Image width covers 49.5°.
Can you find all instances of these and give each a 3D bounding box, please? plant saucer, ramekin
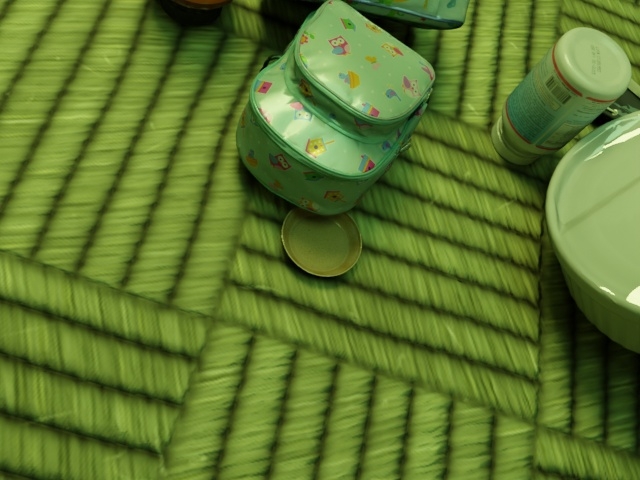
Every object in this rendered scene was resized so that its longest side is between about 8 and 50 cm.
[{"bbox_3d":[0.000,0.000,0.694,0.083,0.015,0.083,8,63,-15],"label":"plant saucer"},{"bbox_3d":[0.368,-0.001,0.699,0.273,0.127,0.273,-9,52,12],"label":"ramekin"}]

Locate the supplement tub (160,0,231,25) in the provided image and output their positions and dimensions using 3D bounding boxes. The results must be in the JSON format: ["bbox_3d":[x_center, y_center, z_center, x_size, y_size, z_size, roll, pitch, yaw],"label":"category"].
[{"bbox_3d":[-0.117,-0.307,0.694,0.106,0.198,0.106,8,63,-15],"label":"supplement tub"}]

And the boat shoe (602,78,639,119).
[{"bbox_3d":[0.407,-0.141,0.885,0.206,0.075,0.065,43,103,-2],"label":"boat shoe"}]

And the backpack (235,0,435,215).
[{"bbox_3d":[0.012,-0.128,0.687,0.166,0.144,0.188,36,62,-4],"label":"backpack"}]

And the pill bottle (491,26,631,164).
[{"bbox_3d":[0.258,-0.151,0.768,0.087,0.160,0.087,7,64,-16],"label":"pill bottle"}]

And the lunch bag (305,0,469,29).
[{"bbox_3d":[0.046,-0.293,0.763,0.219,0.176,0.090,9,103,-14],"label":"lunch bag"}]
